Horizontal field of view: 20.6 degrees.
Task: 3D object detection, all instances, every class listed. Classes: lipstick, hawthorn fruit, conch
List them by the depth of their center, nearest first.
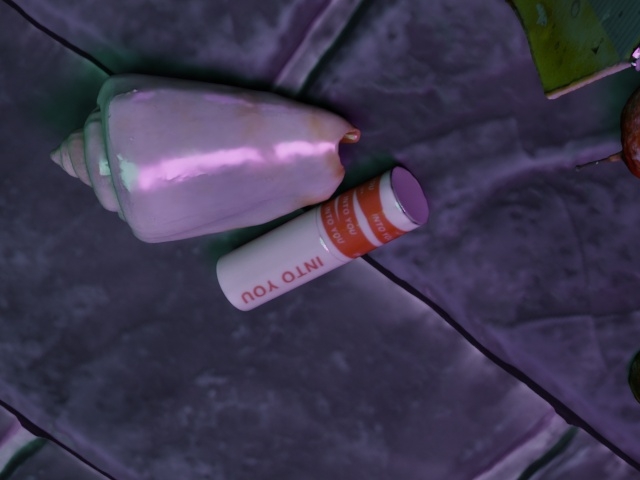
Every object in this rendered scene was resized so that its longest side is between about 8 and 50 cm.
[{"bbox_3d":[0.178,-0.054,0.950,0.103,0.067,0.067,-26,105,30],"label":"hawthorn fruit"},{"bbox_3d":[-0.069,-0.050,1.033,0.176,0.094,0.104,-7,100,-8],"label":"conch"},{"bbox_3d":[0.000,0.000,1.044,0.131,0.038,0.038,-27,104,27],"label":"lipstick"}]

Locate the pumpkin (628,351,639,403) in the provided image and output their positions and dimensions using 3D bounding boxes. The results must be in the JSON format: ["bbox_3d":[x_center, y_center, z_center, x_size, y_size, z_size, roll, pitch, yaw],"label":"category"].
[{"bbox_3d":[0.216,0.077,1.021,0.083,0.028,0.050,-38,97,24],"label":"pumpkin"}]

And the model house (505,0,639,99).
[{"bbox_3d":[0.205,-0.148,0.845,0.136,0.219,0.207,25,112,-18],"label":"model house"}]
